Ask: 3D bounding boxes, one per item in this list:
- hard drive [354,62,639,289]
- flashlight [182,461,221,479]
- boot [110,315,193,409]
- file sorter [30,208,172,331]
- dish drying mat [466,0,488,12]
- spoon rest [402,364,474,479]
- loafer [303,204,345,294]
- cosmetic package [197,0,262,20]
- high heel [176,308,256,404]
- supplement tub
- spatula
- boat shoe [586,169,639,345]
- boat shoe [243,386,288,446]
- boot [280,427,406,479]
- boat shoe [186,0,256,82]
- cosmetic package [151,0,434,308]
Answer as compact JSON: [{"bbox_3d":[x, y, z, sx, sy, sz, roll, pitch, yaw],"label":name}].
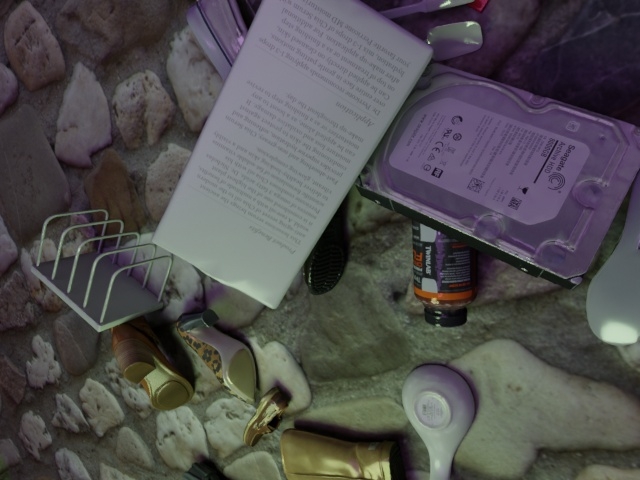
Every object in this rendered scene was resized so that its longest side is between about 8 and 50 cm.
[{"bbox_3d":[0.250,-0.107,0.665,0.339,0.064,0.236,29,84,21],"label":"hard drive"},{"bbox_3d":[-0.225,0.676,1.165,0.304,0.103,0.103,20,112,24],"label":"flashlight"},{"bbox_3d":[-0.450,0.308,1.198,0.109,0.283,0.220,-38,47,-5],"label":"boot"},{"bbox_3d":[-0.547,0.057,1.158,0.278,0.193,0.173,32,113,20],"label":"file sorter"},{"bbox_3d":[0.224,-0.388,0.708,0.083,0.008,0.032,40,119,16],"label":"dish drying mat"},{"bbox_3d":[0.217,0.372,0.862,0.137,0.084,0.276,2,89,29],"label":"spoon rest"},{"bbox_3d":[0.000,0.000,0.902,0.078,0.080,0.219,32,122,57],"label":"loafer"},{"bbox_3d":[-0.206,-0.511,0.900,0.239,0.060,0.099,50,119,11],"label":"cosmetic package"},{"bbox_3d":[-0.255,0.286,1.120,0.186,0.093,0.261,-19,100,50],"label":"high heel"},{"bbox_3d":[0.207,0.041,0.762,0.106,0.106,0.197,2,102,30],"label":"supplement tub"},{"bbox_3d":[0.124,-0.359,0.728,0.242,0.019,0.168,0,136,30],"label":"spatula"},{"bbox_3d":[0.450,0.016,0.626,0.096,0.088,0.267,21,107,50],"label":"boat shoe"},{"bbox_3d":[-0.129,0.427,1.073,0.060,0.064,0.178,36,114,21],"label":"boat shoe"},{"bbox_3d":[0.052,0.529,0.983,0.270,0.089,0.236,-10,84,31],"label":"boot"},{"bbox_3d":[-0.077,-0.304,0.829,0.156,0.136,0.367,-31,93,22],"label":"boat shoe"},{"bbox_3d":[-0.052,-0.145,0.716,0.230,0.161,0.453,30,110,-6],"label":"cosmetic package"}]
